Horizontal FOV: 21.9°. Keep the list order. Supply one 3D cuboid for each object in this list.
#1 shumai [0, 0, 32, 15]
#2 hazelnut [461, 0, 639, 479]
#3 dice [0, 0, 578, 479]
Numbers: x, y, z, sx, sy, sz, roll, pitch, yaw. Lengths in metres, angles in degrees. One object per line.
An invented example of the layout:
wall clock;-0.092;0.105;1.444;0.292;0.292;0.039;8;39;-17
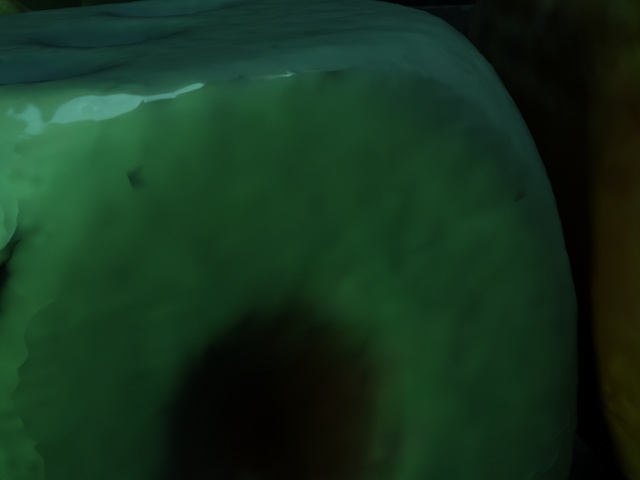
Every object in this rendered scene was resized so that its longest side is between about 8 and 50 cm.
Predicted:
shumai;-0.404;-0.153;1.460;0.314;0.267;0.262;-1;16;-14
hazelnut;0.221;-0.023;0.715;0.372;0.372;0.315;9;32;39
dice;-0.073;0.044;0.680;0.268;0.265;0.262;-13;18;-29
